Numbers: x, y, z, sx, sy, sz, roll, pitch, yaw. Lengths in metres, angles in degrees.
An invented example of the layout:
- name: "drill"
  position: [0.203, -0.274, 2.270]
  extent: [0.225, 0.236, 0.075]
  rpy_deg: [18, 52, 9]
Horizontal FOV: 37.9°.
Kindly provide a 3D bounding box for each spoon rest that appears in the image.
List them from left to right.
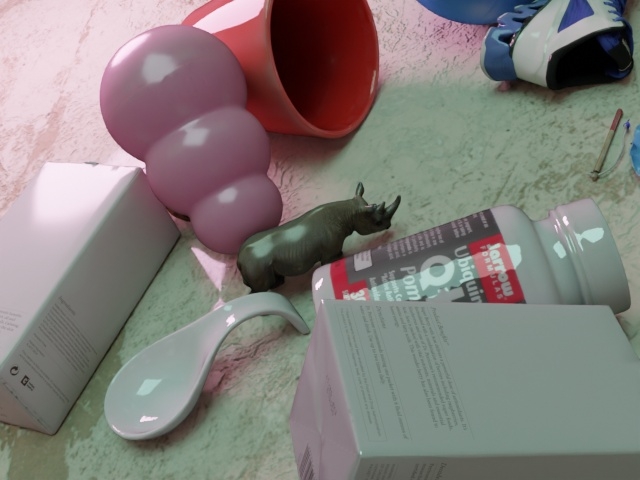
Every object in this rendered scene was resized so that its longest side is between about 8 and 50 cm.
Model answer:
- name: "spoon rest"
  position: [-0.152, 0.149, 1.173]
  extent: [0.276, 0.084, 0.137]
  rpy_deg: [-32, 42, -8]

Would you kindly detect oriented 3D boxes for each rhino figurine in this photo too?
- name: "rhino figurine"
  position: [0.000, 0.000, 1.228]
  extent: [0.243, 0.106, 0.073]
  rpy_deg: [-27, 42, -1]

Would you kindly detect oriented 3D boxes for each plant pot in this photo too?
- name: "plant pot"
  position: [-0.081, -0.288, 1.460]
  extent: [0.243, 0.275, 0.275]
  rpy_deg: [-1, 47, 39]

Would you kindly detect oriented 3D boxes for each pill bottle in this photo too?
- name: "pill bottle"
  position: [0.164, 0.064, 1.029]
  extent: [0.318, 0.176, 0.176]
  rpy_deg: [-19, 42, 8]

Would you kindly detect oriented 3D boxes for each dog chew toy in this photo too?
- name: "dog chew toy"
  position: [-0.164, -0.128, 1.288]
  extent: [0.206, 0.206, 0.332]
  rpy_deg: [-29, 85, -3]

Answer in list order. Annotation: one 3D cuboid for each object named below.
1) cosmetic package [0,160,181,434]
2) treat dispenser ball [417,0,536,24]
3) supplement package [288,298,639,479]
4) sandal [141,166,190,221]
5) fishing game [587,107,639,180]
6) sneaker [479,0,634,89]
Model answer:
- name: "cosmetic package"
  position: [-0.382, 0.066, 1.317]
  extent: [0.197, 0.155, 0.365]
  rpy_deg: [7, 51, 31]
- name: "treat dispenser ball"
  position: [0.249, -0.484, 1.451]
  extent: [0.288, 0.288, 0.288]
  rpy_deg: [-14, 43, 14]
- name: "supplement package"
  position: [0.138, 0.175, 0.846]
  extent: [0.293, 0.175, 0.177]
  rpy_deg: [3, 40, -14]
- name: "sandal"
  position: [-0.208, -0.061, 1.425]
  extent: [0.219, 0.060, 0.090]
  rpy_deg: [9, 48, 29]
- name: "fishing game"
  position: [0.465, -0.139, 1.148]
  extent: [0.264, 0.041, 0.189]
  rpy_deg: [-3, 46, 43]
- name: "sneaker"
  position: [0.401, -0.318, 1.348]
  extent: [0.315, 0.127, 0.182]
  rpy_deg: [-45, 48, -10]
